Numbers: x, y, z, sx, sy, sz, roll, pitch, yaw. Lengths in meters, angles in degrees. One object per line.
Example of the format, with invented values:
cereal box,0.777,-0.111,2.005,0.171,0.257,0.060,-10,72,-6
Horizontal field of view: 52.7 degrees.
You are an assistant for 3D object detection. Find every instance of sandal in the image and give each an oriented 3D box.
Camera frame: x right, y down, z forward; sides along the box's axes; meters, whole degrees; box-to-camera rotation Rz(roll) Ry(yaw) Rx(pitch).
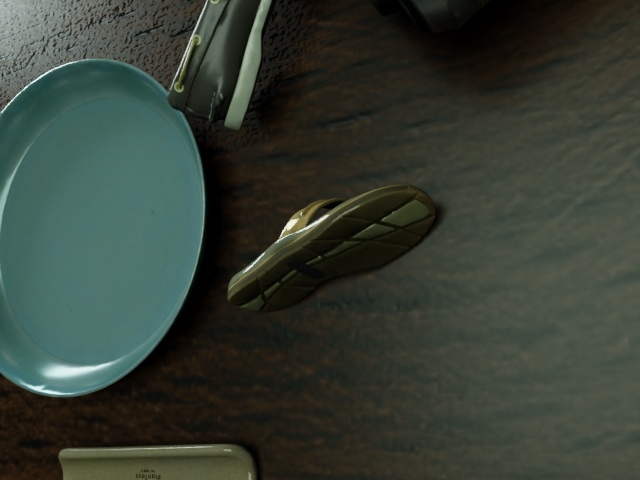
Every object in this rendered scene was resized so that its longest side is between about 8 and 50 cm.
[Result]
sandal,0.000,0.000,0.498,0.180,0.072,0.049,-29,50,24

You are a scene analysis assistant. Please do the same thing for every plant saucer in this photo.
plant saucer,-0.229,-0.014,0.620,0.318,0.044,0.317,-3,82,25

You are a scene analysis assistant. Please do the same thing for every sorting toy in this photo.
sorting toy,-0.187,0.296,0.556,0.307,0.041,0.229,-10,79,25

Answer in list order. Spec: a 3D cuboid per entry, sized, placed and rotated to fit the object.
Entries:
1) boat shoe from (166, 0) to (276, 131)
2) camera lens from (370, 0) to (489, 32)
boat shoe,-0.067,-0.209,0.535,0.069,0.081,0.227,15,91,-7
camera lens,0.098,-0.287,0.395,0.274,0.219,0.219,-40,68,16
